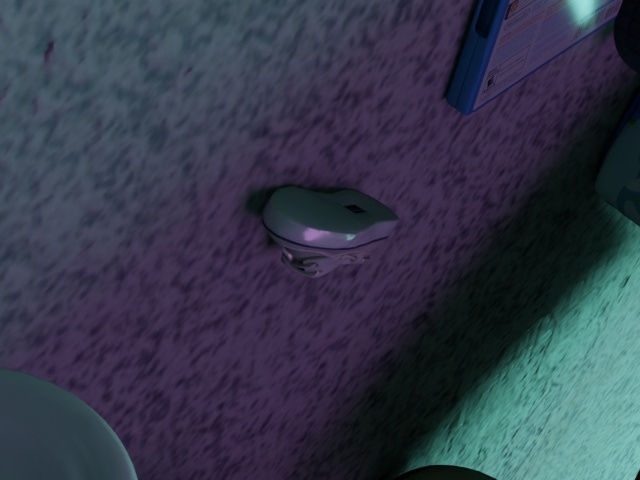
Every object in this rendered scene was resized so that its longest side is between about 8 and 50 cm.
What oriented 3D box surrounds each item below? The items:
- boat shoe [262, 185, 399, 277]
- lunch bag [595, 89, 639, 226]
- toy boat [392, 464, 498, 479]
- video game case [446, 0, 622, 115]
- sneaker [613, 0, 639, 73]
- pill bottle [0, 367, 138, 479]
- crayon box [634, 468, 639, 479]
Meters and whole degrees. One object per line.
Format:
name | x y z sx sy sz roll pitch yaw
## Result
boat shoe | 0.000 0.000 0.748 0.035 0.035 0.100 -60 164 14
lunch bag | 0.261 -0.077 1.077 0.219 0.090 0.176 -14 140 -56
toy boat | 0.044 0.243 1.121 0.231 0.151 0.151 -47 -171 -9
video game case | 0.113 -0.140 0.776 0.119 0.015 0.166 -34 153 -37
sneaker | 0.197 -0.142 0.891 0.144 0.053 0.059 -59 160 21
pill bottle | -0.116 0.137 0.623 0.112 0.112 0.186 -39 156 -29
crayon box | 0.242 0.146 1.064 0.313 0.106 0.363 -60 165 -9
